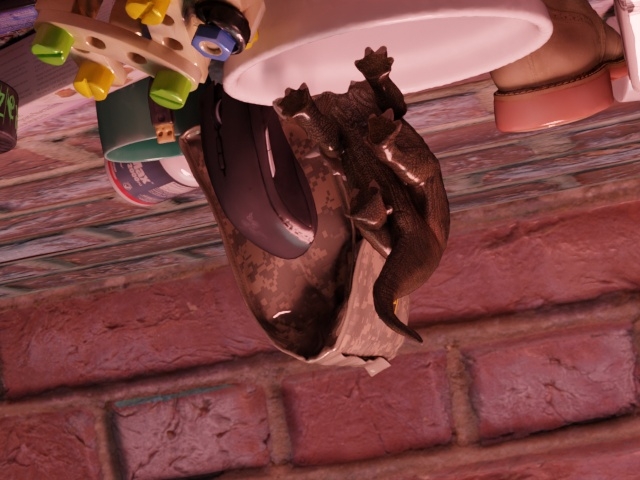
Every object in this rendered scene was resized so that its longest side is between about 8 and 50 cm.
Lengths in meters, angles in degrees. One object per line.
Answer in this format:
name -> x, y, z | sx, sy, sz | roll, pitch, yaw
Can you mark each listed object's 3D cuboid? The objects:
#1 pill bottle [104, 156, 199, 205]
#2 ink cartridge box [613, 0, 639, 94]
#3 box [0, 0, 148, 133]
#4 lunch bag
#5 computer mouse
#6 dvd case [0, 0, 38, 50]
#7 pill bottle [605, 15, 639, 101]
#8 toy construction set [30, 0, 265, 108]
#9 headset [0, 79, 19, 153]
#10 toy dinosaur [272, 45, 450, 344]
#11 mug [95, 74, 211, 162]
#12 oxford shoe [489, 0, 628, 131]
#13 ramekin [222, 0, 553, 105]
pill bottle -> -0.174, -0.112, 1.946 | 0.108, 0.108, 0.180 | -3, 170, -41
ink cartridge box -> 0.225, -0.224, 1.034 | 0.092, 0.159, 0.218 | -9, 146, 9
box -> -0.235, -0.161, 1.471 | 0.324, 0.067, 0.063 | -18, 170, 42
lunch bag -> 0.000, 0.000, 1.675 | 0.169, 0.287, 0.235 | -25, 168, 14
computer mouse -> -0.107, -0.096, 1.545 | 0.060, 0.262, 0.184 | -22, -173, -43
dvd case -> -0.312, -0.186, 1.516 | 0.180, 0.022, 0.253 | -11, 173, 8
pill bottle -> 0.437, -0.221, 1.824 | 0.208, 0.119, 0.119 | -9, 173, -5
toy construction set -> -0.152, -0.205, 1.150 | 0.215, 0.151, 0.328 | 15, 171, 14
headset -> -0.460, -0.087, 1.406 | 0.394, 0.185, 0.243 | 1, 173, 19
toy dinosaur -> 0.055, -0.049, 1.268 | 0.121, 0.313, 0.160 | -36, 144, 8
mug -> -0.179, -0.144, 1.724 | 0.129, 0.097, 0.158 | -8, 174, -12
oxford shoe -> 0.232, -0.215, 1.590 | 0.140, 0.147, 0.397 | -13, -168, 10
ramekin -> 0.046, -0.211, 1.328 | 0.277, 0.135, 0.277 | -9, 174, -1
